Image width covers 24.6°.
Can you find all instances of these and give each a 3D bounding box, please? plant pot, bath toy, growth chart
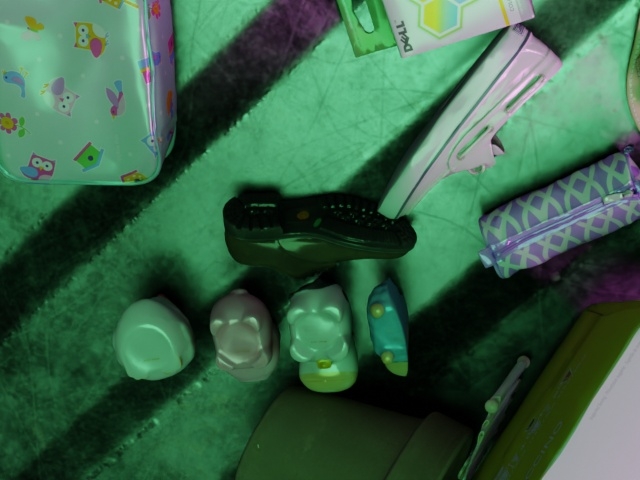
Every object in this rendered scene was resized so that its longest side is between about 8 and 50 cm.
[{"bbox_3d":[0.029,0.293,1.781,0.229,0.263,0.263,27,114,14],"label":"plant pot"},{"bbox_3d":[-0.070,0.111,1.755,0.348,0.129,0.151,-2,114,5],"label":"bath toy"},{"bbox_3d":[0.187,0.257,1.766,0.021,0.172,0.237,27,108,13],"label":"growth chart"}]

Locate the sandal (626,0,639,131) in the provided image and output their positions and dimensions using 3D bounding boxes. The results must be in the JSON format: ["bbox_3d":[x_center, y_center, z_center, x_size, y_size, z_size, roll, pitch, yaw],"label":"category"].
[{"bbox_3d":[0.382,-0.197,1.602,0.088,0.079,0.240,-2,113,7],"label":"sandal"}]

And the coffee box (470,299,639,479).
[{"bbox_3d":[0.360,0.286,1.548,0.334,0.338,0.337,34,86,1],"label":"coffee box"}]

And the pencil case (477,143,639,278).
[{"bbox_3d":[0.282,-0.028,1.681,0.206,0.088,0.086,-27,106,17],"label":"pencil case"}]

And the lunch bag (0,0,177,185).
[{"bbox_3d":[-0.281,-0.203,1.651,0.224,0.108,0.279,1,113,9],"label":"lunch bag"}]

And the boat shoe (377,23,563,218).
[{"bbox_3d":[0.168,-0.119,1.654,0.088,0.096,0.267,36,104,-5],"label":"boat shoe"}]

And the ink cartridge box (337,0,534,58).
[{"bbox_3d":[0.119,-0.270,1.606,0.209,0.062,0.109,-15,112,12],"label":"ink cartridge box"}]

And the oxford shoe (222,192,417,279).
[{"bbox_3d":[0.000,0.000,1.736,0.227,0.082,0.096,5,132,4],"label":"oxford shoe"}]
